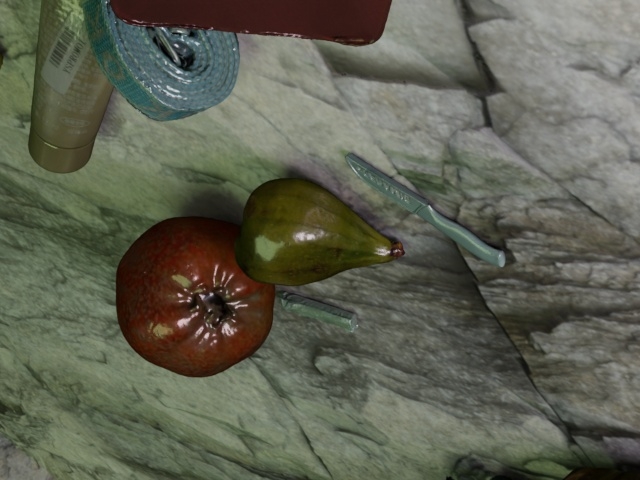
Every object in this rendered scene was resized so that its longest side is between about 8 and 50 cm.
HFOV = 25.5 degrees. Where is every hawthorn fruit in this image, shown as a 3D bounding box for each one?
[{"bbox_3d":[-0.174,0.059,1.828,0.210,0.210,0.262,55,169,-27],"label":"hawthorn fruit"}]

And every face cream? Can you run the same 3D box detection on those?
[{"bbox_3d":[-0.292,-0.212,1.694,0.137,0.084,0.341,33,142,6],"label":"face cream"}]

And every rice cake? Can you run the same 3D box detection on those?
[{"bbox_3d":[-0.003,0.092,1.841,0.121,0.021,0.022,17,134,34],"label":"rice cake"}]

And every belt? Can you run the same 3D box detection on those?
[{"bbox_3d":[-0.166,-0.208,1.489,0.082,0.148,0.163,-8,98,55],"label":"belt"}]

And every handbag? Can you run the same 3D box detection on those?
[{"bbox_3d":[-0.050,-0.286,1.194,0.260,0.084,0.275,5,146,-9],"label":"handbag"}]

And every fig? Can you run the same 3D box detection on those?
[{"bbox_3d":[-0.007,-0.010,1.642,0.126,0.185,0.133,-120,35,-52],"label":"fig"}]

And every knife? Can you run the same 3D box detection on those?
[{"bbox_3d":[0.114,-0.033,1.547,0.210,0.015,0.028,34,157,10],"label":"knife"}]

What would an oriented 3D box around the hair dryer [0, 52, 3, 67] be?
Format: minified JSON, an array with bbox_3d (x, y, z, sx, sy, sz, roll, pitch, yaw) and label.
[{"bbox_3d":[-0.480,-0.313,1.754,0.135,0.090,0.278,18,150,31],"label":"hair dryer"}]

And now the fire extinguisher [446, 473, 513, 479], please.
[{"bbox_3d":[0.276,0.371,1.851,0.294,0.093,0.118,22,-172,27],"label":"fire extinguisher"}]

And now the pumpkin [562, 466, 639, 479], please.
[{"bbox_3d":[0.392,0.413,1.620,0.303,0.256,0.225,36,151,-27],"label":"pumpkin"}]
